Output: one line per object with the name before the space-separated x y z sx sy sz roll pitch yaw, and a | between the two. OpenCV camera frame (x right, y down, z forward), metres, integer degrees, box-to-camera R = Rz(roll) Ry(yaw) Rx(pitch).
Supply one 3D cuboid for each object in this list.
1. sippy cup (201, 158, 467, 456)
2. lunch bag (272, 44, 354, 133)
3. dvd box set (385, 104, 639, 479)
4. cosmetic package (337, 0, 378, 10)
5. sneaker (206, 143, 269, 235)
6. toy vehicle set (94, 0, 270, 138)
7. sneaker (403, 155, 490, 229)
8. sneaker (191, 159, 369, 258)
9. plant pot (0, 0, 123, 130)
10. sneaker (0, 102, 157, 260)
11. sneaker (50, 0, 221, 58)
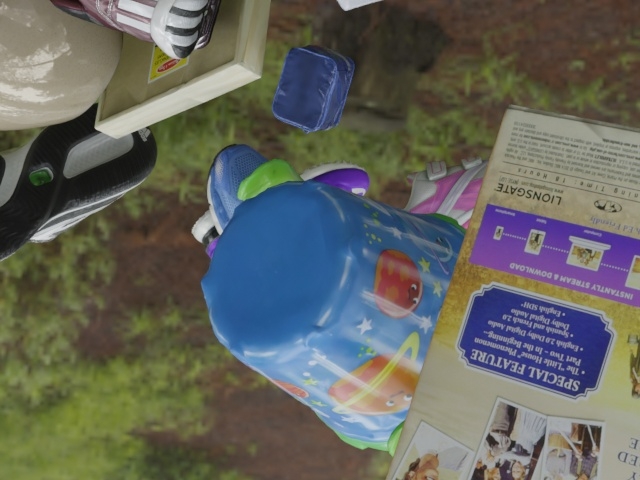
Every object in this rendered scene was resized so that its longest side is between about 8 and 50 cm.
sippy cup | 0.022 0.056 1.182 0.305 0.240 0.224 12 168 40
lunch bag | -0.006 -0.166 1.451 0.067 0.098 0.065 25 -161 19
dvd box set | 0.197 0.142 0.818 0.308 0.420 0.062 14 174 33
cosmetic package | 0.113 -0.459 1.255 0.161 0.453 0.230 -8 130 43
sneaker | 0.000 0.000 1.531 0.130 0.330 0.147 -33 164 -39
toy vehicle set | -0.160 -0.231 1.515 0.035 0.166 0.267 24 152 -39
sneaker | 0.164 -0.058 1.561 0.111 0.252 0.103 49 173 10
sneaker | -0.033 -0.010 1.932 0.293 0.146 0.102 -23 158 -27
plant pot | -0.337 -0.235 1.470 0.191 0.284 0.284 31 151 -36
sneaker | -0.445 -0.024 1.735 0.447 0.169 0.257 -22 171 -31
sneaker | -0.183 -0.261 1.315 0.163 0.106 0.281 18 -168 -2
